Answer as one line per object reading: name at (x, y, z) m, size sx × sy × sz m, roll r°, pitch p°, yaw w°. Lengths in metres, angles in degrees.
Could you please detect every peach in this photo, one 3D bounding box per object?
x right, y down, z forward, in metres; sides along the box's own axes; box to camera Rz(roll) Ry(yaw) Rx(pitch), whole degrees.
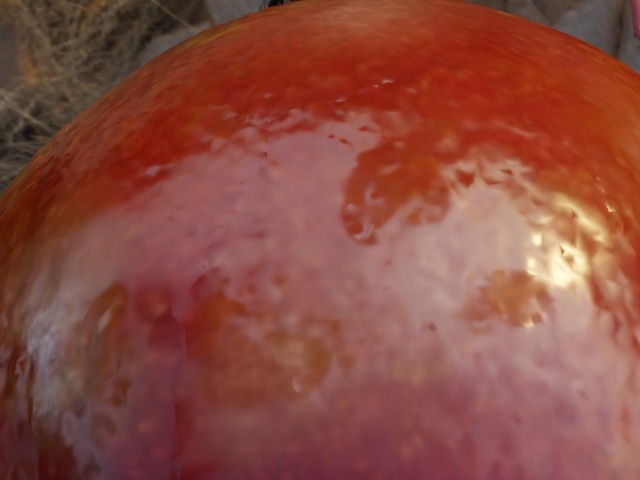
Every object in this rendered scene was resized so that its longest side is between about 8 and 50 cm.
peach at (0.018, 0.074, 0.556) m, size 0.388 × 0.388 × 0.388 m, roll 0°, pitch 91°, yaw 18°

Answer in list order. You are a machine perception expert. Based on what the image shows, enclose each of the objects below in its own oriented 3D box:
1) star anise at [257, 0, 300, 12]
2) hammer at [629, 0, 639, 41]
star anise at (-0.012, -0.185, 1.051) m, size 0.073 × 0.177 × 0.234 m, roll 16°, pitch 62°, yaw -13°
hammer at (0.186, -0.143, 0.768) m, size 0.052 × 0.083 × 0.031 m, roll 26°, pitch 134°, yaw -24°
